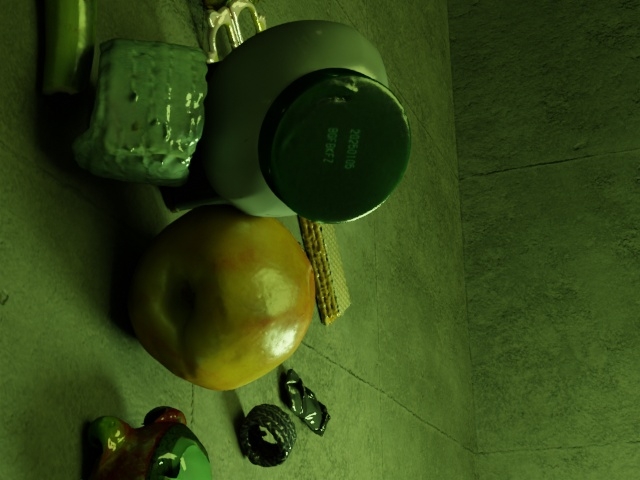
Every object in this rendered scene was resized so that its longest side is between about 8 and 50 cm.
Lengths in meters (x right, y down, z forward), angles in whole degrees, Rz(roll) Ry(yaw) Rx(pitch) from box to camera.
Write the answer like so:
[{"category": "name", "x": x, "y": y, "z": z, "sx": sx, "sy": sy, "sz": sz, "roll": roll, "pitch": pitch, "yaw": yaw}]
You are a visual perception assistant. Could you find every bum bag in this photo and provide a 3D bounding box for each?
[{"category": "bum bag", "x": -0.025, "y": 0.334, "z": 2.256, "sx": 0.198, "sy": 0.049, "sz": 0.087, "roll": 54, "pitch": 28, "yaw": -51}]

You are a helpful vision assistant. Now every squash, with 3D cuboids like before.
[{"category": "squash", "x": -0.360, "y": -0.322, "z": 1.578, "sx": 0.083, "sy": 0.083, "sz": 0.250, "roll": 27, "pitch": 60, "yaw": -66}]

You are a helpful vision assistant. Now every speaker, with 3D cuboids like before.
[{"category": "speaker", "x": -0.185, "y": -0.183, "z": 1.881, "sx": 0.192, "sy": 0.153, "sz": 0.231, "roll": -41, "pitch": 120, "yaw": -66}]

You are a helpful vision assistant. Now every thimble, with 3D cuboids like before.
[{"category": "thimble", "x": -0.094, "y": 0.351, "z": 1.989, "sx": 0.066, "sy": 0.095, "sz": 0.104, "roll": -50, "pitch": 143, "yaw": -62}, {"category": "thimble", "x": -0.255, "y": -0.183, "z": 1.574, "sx": 0.250, "sy": 0.172, "sz": 0.205, "roll": -99, "pitch": -160, "yaw": -60}]

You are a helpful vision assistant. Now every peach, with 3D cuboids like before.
[{"category": "peach", "x": -0.139, "y": 0.080, "z": 1.714, "sx": 0.308, "sy": 0.289, "sz": 0.289, "roll": 1, "pitch": 80, "yaw": -65}]

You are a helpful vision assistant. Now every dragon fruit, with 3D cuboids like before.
[{"category": "dragon fruit", "x": -0.232, "y": 0.369, "z": 1.571, "sx": 0.268, "sy": 0.130, "sz": 0.295, "roll": -66, "pitch": 143, "yaw": -49}]

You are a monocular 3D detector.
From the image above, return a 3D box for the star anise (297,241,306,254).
[{"category": "star anise", "x": -0.051, "y": 0.063, "z": 2.290, "sx": 0.124, "sy": 0.056, "sz": 0.129, "roll": 136, "pitch": -52, "yaw": -89}]

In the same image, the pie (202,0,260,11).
[{"category": "pie", "x": -0.185, "y": -0.587, "z": 2.133, "sx": 0.288, "sy": 0.103, "sz": 0.355, "roll": 62, "pitch": 29, "yaw": -29}]

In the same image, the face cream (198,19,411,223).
[{"category": "face cream", "x": -0.037, "y": -0.177, "z": 1.613, "sx": 0.219, "sy": 0.312, "sz": 0.357, "roll": 38, "pitch": 2, "yaw": -30}]

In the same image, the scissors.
[{"category": "scissors", "x": -0.149, "y": -0.340, "z": 2.154, "sx": 0.160, "sy": 0.024, "sz": 0.317, "roll": -43, "pitch": 143, "yaw": -24}]

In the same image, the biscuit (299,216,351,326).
[{"category": "biscuit", "x": 0.000, "y": 0.000, "z": 2.458, "sx": 0.094, "sy": 0.054, "sz": 0.379, "roll": -35, "pitch": 115, "yaw": -68}]
